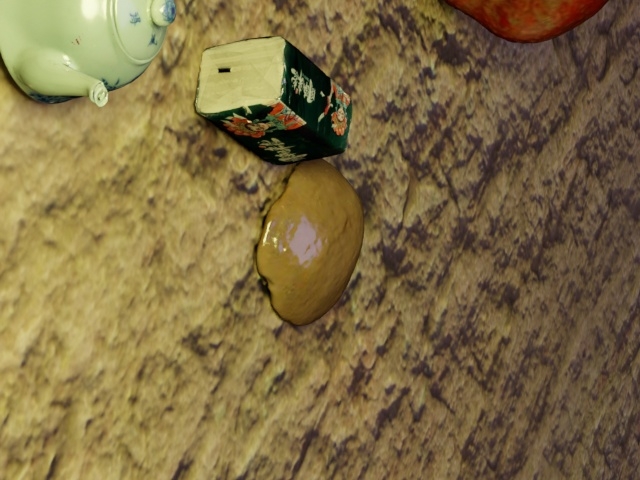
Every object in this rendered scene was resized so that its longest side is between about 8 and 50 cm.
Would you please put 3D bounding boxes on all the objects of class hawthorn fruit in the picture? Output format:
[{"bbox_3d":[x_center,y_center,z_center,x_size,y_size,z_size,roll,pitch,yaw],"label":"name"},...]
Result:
[{"bbox_3d":[0.275,-0.421,2.322,0.330,0.287,0.287,-61,143,-49],"label":"hawthorn fruit"}]

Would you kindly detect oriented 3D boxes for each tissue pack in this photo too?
[{"bbox_3d":[-0.046,-0.143,1.886,0.170,0.103,0.090,30,58,-60],"label":"tissue pack"}]

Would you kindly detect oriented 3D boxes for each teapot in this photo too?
[{"bbox_3d":[-0.187,-0.199,1.558,0.159,0.159,0.232,63,39,-43],"label":"teapot"}]

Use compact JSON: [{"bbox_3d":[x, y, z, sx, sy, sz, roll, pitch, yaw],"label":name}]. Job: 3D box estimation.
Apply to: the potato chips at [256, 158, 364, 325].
[{"bbox_3d":[0.001,0.000,2.032,0.208,0.062,0.195,15,80,-64],"label":"potato chips"}]
